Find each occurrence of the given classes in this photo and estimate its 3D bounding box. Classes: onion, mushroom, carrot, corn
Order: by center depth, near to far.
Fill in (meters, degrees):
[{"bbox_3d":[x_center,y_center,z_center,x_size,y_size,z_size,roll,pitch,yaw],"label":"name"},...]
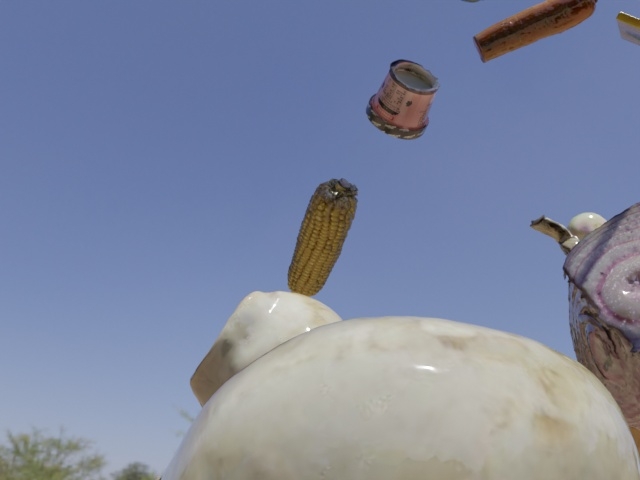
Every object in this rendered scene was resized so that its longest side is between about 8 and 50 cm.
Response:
[{"bbox_3d":[0.032,0.144,0.451,0.298,0.290,0.297,-12,-50,-14],"label":"mushroom"},{"bbox_3d":[0.428,0.097,0.868,0.256,0.272,0.230,-20,-52,23],"label":"onion"},{"bbox_3d":[0.388,-0.391,1.306,0.225,0.067,0.067,-22,-25,7],"label":"carrot"},{"bbox_3d":[0.524,-0.016,1.420,0.084,0.083,0.067,3,-40,0],"label":"mushroom"},{"bbox_3d":[0.000,0.000,1.592,0.115,0.115,0.317,9,-54,-15],"label":"corn"}]

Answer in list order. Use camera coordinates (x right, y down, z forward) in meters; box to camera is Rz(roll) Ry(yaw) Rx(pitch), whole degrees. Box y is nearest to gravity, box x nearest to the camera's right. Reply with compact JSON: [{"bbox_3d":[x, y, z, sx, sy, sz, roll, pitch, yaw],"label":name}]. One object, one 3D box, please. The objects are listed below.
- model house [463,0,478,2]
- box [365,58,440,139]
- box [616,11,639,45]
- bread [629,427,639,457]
[{"bbox_3d":[0.203,-0.746,1.654,0.339,0.297,0.359,-1,-60,-10],"label":"model house"},{"bbox_3d":[0.196,-0.331,1.685,0.151,0.151,0.135,8,-45,-14],"label":"box"},{"bbox_3d":[0.775,-0.512,1.780,0.087,0.023,0.155,30,10,25],"label":"box"},{"bbox_3d":[0.435,0.281,1.107,0.205,0.162,0.262,-6,-19,-24],"label":"bread"}]
